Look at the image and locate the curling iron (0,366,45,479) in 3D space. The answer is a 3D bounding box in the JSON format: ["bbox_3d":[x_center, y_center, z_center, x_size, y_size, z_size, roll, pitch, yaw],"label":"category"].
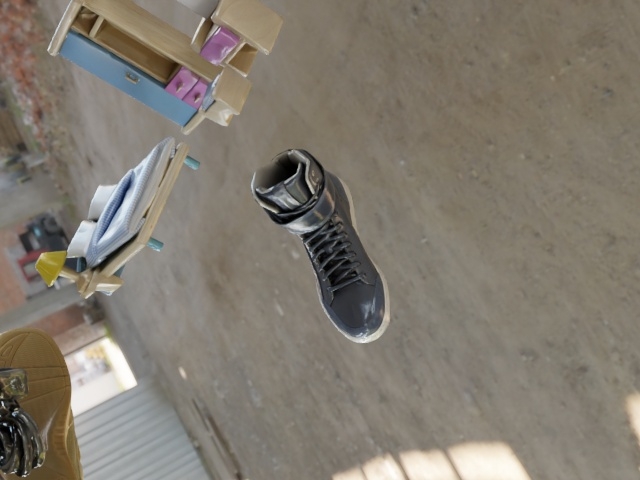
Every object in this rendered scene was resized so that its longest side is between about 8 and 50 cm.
[{"bbox_3d":[-0.108,0.149,0.356,0.274,0.035,0.068,48,133,40],"label":"curling iron"}]

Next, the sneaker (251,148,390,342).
[{"bbox_3d":[-0.002,0.000,0.984,0.163,0.086,0.226,38,-151,-60],"label":"sneaker"}]

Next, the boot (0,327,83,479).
[{"bbox_3d":[-0.304,0.246,0.935,0.203,0.095,0.262,109,143,-51],"label":"boot"}]

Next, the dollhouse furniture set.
[{"bbox_3d":[-0.229,-0.117,0.945,0.198,0.304,0.286,28,154,-19],"label":"dollhouse furniture set"}]
